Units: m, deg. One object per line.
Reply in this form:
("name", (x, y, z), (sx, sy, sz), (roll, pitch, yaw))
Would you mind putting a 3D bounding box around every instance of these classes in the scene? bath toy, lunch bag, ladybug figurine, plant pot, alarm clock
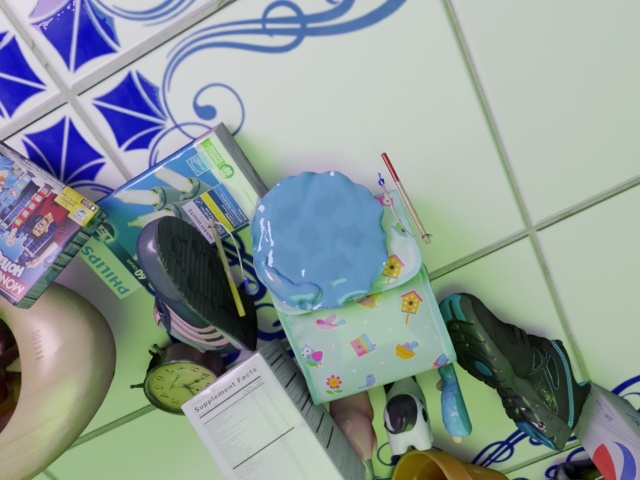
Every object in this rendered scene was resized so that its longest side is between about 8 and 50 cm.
("bath toy", (0.070, 0.299, 0.778), (0.349, 0.151, 0.128), (-15, 76, 7))
("lunch bag", (0.049, 0.074, 0.664), (0.224, 0.160, 0.262), (-18, 103, 6))
("ladybug figurine", (-0.491, 0.218, 0.664), (0.450, 0.162, 0.304), (-21, 76, 8))
("plant pot", (0.264, 0.503, 0.846), (0.188, 0.205, 0.205), (12, 113, -24))
("alarm clock", (-0.209, 0.239, 0.768), (0.192, 0.064, 0.129), (28, 113, -17))

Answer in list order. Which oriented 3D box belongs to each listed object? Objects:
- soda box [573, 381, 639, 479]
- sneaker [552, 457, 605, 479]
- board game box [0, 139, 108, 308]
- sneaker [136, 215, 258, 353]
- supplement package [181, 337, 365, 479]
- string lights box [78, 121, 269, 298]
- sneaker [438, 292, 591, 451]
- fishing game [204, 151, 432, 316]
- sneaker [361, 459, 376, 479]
("soda box", (0.526, 0.373, 0.741), (0.098, 0.286, 0.091), (27, 111, -13))
("sneaker", (0.498, 0.520, 0.914), (0.300, 0.111, 0.121), (-39, 99, 7))
("board game box", (-0.393, -0.001, 0.570), (0.194, 0.060, 0.194), (31, 78, 16))
("sneaker", (-0.189, 0.085, 0.620), (0.131, 0.112, 0.319), (-7, 144, 8))
("supplement package", (-0.059, 0.285, 0.651), (0.139, 0.134, 0.244), (-35, 83, 3))
("string lights box", (-0.213, -0.040, 0.643), (0.260, 0.076, 0.133), (-29, 113, 10))
("sneaker", (0.327, 0.196, 0.768), (0.139, 0.125, 0.340), (-45, 107, -14))
("fishing game", (0.000, 0.000, 0.589), (0.264, 0.041, 0.189), (-25, 78, -3))
("sneaker", (0.034, 0.489, 0.872), (0.153, 0.101, 0.268), (-12, 107, 3))
